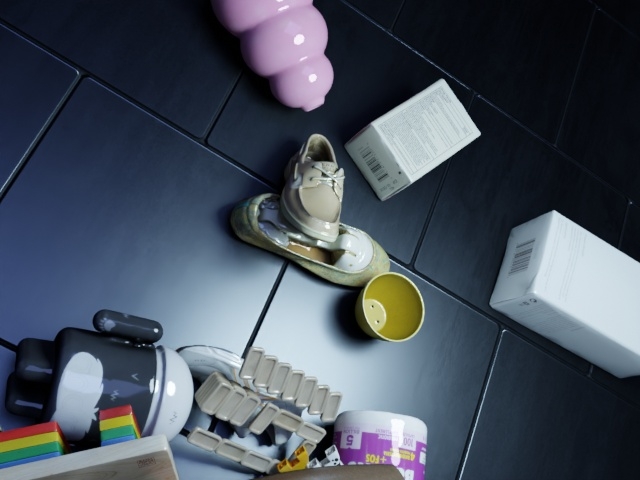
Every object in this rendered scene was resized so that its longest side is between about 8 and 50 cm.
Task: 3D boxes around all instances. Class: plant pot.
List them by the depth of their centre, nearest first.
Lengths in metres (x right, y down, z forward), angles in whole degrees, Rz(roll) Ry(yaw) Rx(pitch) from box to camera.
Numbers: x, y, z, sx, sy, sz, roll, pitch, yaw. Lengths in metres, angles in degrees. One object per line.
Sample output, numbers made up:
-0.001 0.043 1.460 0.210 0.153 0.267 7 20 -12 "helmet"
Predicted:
0.024 0.434 1.198 0.230 0.215 0.215 -16 82 -15 "plant pot"
0.120 0.137 1.518 0.134 0.095 0.134 8 72 -24 "plant pot"

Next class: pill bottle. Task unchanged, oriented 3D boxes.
0.093 0.459 1.360 0.169 0.169 0.301 15 68 -22 "pill bottle"

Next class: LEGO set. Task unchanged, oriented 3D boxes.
-0.046 0.431 1.325 0.227 0.087 0.093 -37 110 2 "LEGO set"

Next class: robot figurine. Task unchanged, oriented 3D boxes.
-0.338 0.230 1.220 0.278 0.209 0.173 14 53 -23 "robot figurine"

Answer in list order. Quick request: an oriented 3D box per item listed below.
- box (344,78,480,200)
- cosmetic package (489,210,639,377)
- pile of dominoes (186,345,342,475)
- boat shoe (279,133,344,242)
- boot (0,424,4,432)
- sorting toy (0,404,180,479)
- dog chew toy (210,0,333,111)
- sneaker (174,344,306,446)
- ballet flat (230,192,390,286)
0.193 -0.212 1.646 0.232 0.127 0.148 -34 91 -31 "box"
0.589 0.126 1.723 0.385 0.156 0.217 31 63 -16 "cosmetic package"
-0.090 0.286 1.313 0.251 0.040 0.196 34 97 -36 "pile of dominoes"
-0.008 -0.104 1.437 0.109 0.098 0.302 21 27 -16 "boat shoe"
-0.578 0.265 1.093 0.247 0.161 0.083 7 71 -25 "boot"
-0.337 0.337 1.122 0.257 0.255 0.089 -11 54 -10 "sorting toy"
-0.081 -0.414 1.542 0.207 0.207 0.331 -28 96 -30 "dog chew toy"
-0.144 0.270 1.348 0.262 0.099 0.121 28 68 -15 "sneaker"
0.000 0.000 1.491 0.349 0.123 0.123 21 66 -20 "ballet flat"
